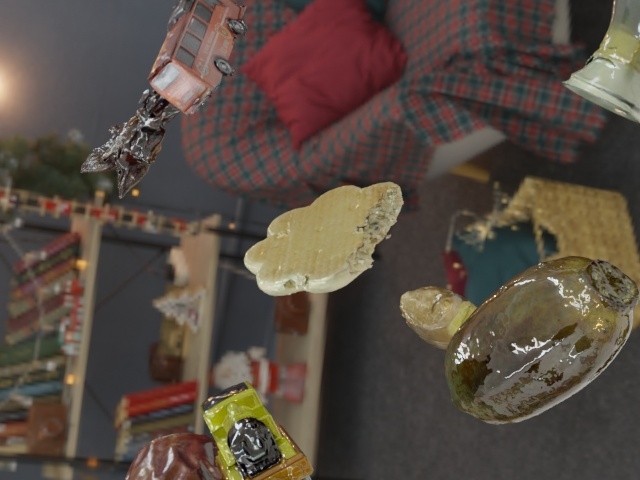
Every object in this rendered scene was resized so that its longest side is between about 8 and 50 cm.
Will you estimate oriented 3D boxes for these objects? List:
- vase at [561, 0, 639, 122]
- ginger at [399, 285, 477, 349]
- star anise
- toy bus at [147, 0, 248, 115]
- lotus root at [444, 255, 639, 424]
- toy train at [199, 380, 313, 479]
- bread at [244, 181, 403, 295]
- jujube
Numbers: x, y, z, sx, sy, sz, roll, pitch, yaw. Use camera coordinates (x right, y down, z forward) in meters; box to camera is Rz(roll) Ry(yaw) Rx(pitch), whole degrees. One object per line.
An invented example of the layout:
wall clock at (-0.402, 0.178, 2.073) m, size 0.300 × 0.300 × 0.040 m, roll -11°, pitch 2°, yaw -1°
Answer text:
vase at (0.449, -0.323, 1.530) m, size 0.321 × 0.173 × 0.173 m, roll -62°, pitch 25°, yaw 11°
ginger at (0.189, 0.127, 1.804) m, size 0.294 × 0.131 × 0.086 m, roll 52°, pitch -127°, yaw -81°
star anise at (-0.245, -0.132, 1.565) m, size 0.212 × 0.053 × 0.157 m, roll -33°, pitch 45°, yaw 23°
toy bus at (-0.158, -0.257, 1.519) m, size 0.073 × 0.096 × 0.235 m, roll -39°, pitch 26°, yaw 31°
lotus root at (0.207, 0.100, 1.124) m, size 0.124 × 0.123 × 0.241 m, roll 47°, pitch 142°, yaw 6°
toy train at (-0.071, 0.223, 1.218) m, size 0.127 × 0.089 × 0.219 m, roll 64°, pitch 172°, yaw -7°
bread at (0.000, 0.000, 1.496) m, size 0.251 × 0.182 × 0.039 m, roll -55°, pitch -50°, yaw -51°
jujube at (-0.163, 0.397, 1.428) m, size 0.318 × 0.223 × 0.223 m, roll -100°, pitch 28°, yaw -43°
